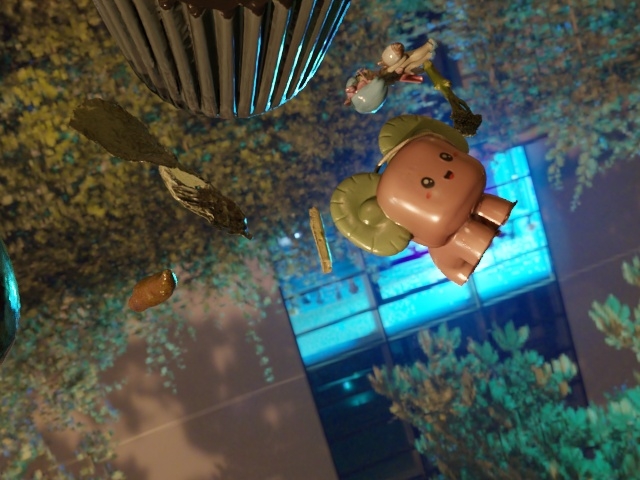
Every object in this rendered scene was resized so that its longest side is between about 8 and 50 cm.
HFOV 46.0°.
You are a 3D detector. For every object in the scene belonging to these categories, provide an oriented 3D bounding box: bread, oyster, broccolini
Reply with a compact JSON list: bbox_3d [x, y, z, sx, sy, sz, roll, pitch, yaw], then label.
[{"bbox_3d":[0.000,0.000,1.797,0.028,0.153,0.068,-12,151,-4],"label":"bread"},{"bbox_3d":[-0.264,-0.090,1.738,0.087,0.252,0.199,-46,163,11],"label":"oyster"},{"bbox_3d":[0.256,-0.294,1.545,0.058,0.216,0.067,-30,147,2],"label":"broccolini"}]

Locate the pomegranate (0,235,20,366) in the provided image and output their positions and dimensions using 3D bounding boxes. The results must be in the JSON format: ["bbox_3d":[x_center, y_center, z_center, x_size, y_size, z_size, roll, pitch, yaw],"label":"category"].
[{"bbox_3d":[-0.458,0.058,0.675,0.285,0.285,0.341,-9,-179,39],"label":"pomegranate"}]

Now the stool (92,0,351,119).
[{"bbox_3d":[-0.100,-0.285,0.747,0.297,0.297,0.330,-18,173,-10],"label":"stool"}]

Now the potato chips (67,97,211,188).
[{"bbox_3d":[-0.293,-0.152,1.232,0.059,0.228,0.167,-51,-136,15],"label":"potato chips"}]

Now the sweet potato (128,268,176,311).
[{"bbox_3d":[-0.334,0.102,1.481,0.067,0.067,0.274,-23,176,-33],"label":"sweet potato"}]

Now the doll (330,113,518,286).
[{"bbox_3d":[0.176,-0.066,1.273,0.284,0.268,0.216,-52,168,-22],"label":"doll"}]

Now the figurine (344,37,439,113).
[{"bbox_3d":[0.177,-0.401,1.804,0.260,0.103,0.205,-32,180,-7],"label":"figurine"}]
